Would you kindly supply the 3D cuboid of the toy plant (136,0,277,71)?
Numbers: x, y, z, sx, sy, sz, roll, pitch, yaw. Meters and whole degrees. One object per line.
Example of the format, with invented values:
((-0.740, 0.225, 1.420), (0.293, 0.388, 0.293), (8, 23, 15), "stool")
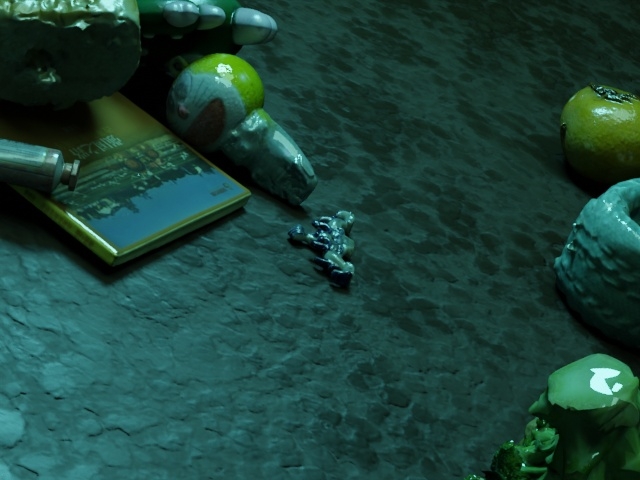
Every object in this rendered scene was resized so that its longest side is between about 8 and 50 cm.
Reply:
((-0.176, -0.255, 1.969), (0.232, 0.113, 0.243), (5, 3, 40), "toy plant")

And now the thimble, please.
((0.392, 0.028, 1.968), (0.235, 0.143, 0.198), (16, 30, -17), "thimble")

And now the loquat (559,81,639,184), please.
((0.388, -0.142, 2.252), (0.141, 0.141, 0.141), (19, 30, -11), "loquat")

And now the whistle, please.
((-0.096, -0.126, 1.895), (0.223, 0.123, 0.123), (46, 33, 6), "whistle")

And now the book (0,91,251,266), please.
((-0.283, -0.121, 1.794), (0.374, 0.028, 0.262), (38, 29, 15), "book")

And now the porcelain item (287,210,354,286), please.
((0.000, 0.000, 1.843), (0.075, 0.021, 0.136), (15, 30, -8), "porcelain item")

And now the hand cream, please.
((-0.343, -0.085, 1.645), (0.209, 0.043, 0.067), (12, 32, -4), "hand cream")

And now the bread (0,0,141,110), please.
((-0.293, -0.242, 1.770), (0.195, 0.176, 0.246), (-6, 51, -11), "bread")

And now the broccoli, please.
((0.235, 0.228, 1.416), (0.270, 0.270, 0.270), (-4, 33, 3), "broccoli")

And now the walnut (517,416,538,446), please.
((0.238, 0.208, 1.624), (0.092, 0.092, 0.092), (19, 30, -11), "walnut")
